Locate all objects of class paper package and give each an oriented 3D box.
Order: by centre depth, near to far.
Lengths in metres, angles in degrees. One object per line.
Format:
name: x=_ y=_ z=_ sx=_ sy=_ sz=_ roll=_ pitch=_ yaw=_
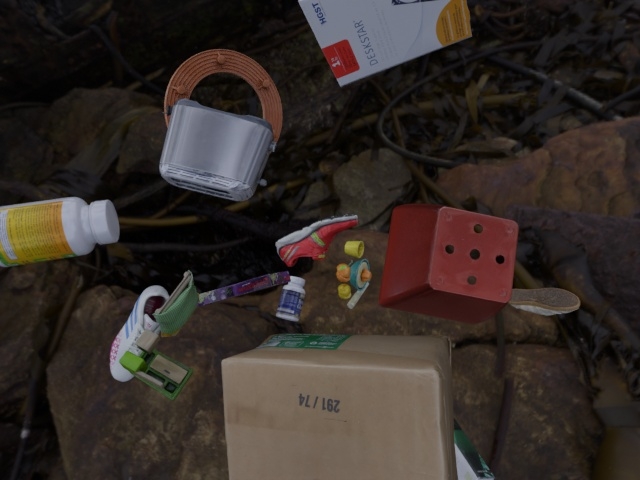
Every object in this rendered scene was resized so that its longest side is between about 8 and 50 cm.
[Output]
paper package: x=0.039 y=0.304 z=0.685 sx=0.325 sy=0.168 sz=0.308 roll=-4 pitch=89 yaw=21

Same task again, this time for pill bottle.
pill bottle: x=-0.599 y=-0.025 z=1.028 sx=0.246 sy=0.136 sz=0.136 roll=-9 pitch=53 yaw=-9
pill bottle: x=-0.114 y=0.233 z=1.819 sx=0.094 sy=0.094 sz=0.169 roll=9 pitch=76 yaw=18

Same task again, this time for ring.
ring: x=-0.255 y=-0.352 z=1.254 sx=0.337 sy=0.336 sz=0.032 roll=-42 pitch=28 yaw=-17

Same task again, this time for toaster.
toaster: x=-0.204 y=-0.166 z=0.853 sx=0.227 sy=0.129 sz=0.146 roll=14 pitch=82 yaw=-4

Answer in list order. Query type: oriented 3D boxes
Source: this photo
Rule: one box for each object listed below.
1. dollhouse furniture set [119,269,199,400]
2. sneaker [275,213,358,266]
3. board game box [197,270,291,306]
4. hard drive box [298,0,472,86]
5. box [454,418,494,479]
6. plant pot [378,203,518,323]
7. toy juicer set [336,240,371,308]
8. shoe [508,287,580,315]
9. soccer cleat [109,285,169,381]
dollhouse furniture set: x=-0.395 y=0.268 z=1.283 sx=0.152 sy=0.197 sz=0.301 roll=29 pitch=61 yaw=3
sneaker: x=0.000 y=0.000 z=1.403 sx=0.279 sy=0.107 sz=0.118 roll=-24 pitch=92 yaw=18
board game box: x=-0.301 y=0.180 z=1.644 sx=0.347 sy=0.208 sz=0.056 roll=-17 pitch=89 yaw=14
hard drive box: x=0.104 y=-0.376 z=0.720 sx=0.233 sy=0.181 sz=0.089 roll=-16 pitch=58 yaw=19
box: x=0.271 y=0.536 z=1.146 sx=0.059 sy=0.232 sz=0.322 roll=13 pitch=23 yaw=-26
plant pot: x=0.311 y=0.045 z=1.061 sx=0.268 sy=0.236 sz=0.266 roll=11 pitch=80 yaw=-5
toy juicer set: x=0.152 y=0.169 z=1.847 sx=0.090 sy=0.328 sz=0.209 roll=9 pitch=54 yaw=27
shoe: x=0.681 y=0.188 z=1.388 sx=0.219 sy=0.058 sz=0.076 roll=1 pitch=49 yaw=50
soccer cleat: x=-0.589 y=0.304 z=1.478 sx=0.143 sy=0.116 sz=0.330 roll=3 pitch=72 yaw=56
